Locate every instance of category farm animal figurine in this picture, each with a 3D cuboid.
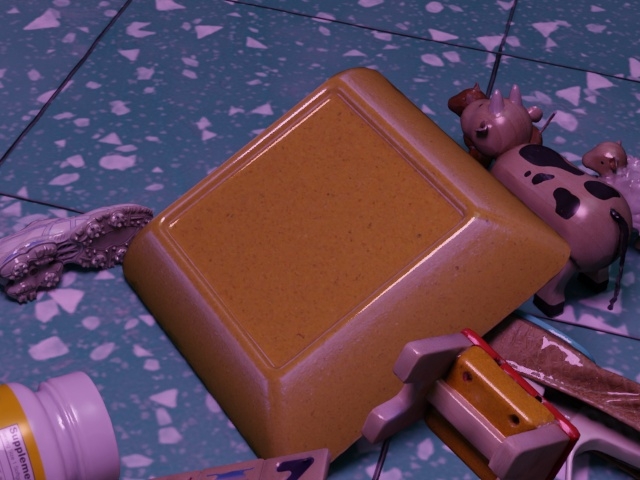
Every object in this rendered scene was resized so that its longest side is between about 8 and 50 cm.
[{"bbox_3d":[0.184,-0.057,1.329,0.326,0.172,0.330,29,45,26],"label":"farm animal figurine"}]

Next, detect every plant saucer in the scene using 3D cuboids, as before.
[{"bbox_3d":[0.000,0.000,1.186,0.332,0.081,0.333,-39,53,-5],"label":"plant saucer"}]

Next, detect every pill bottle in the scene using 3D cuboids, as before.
[{"bbox_3d":[-0.274,0.182,1.023,0.208,0.119,0.119,-17,44,-26],"label":"pill bottle"}]

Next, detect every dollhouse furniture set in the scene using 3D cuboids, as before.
[{"bbox_3d":[0.177,0.240,0.766,0.152,0.201,0.374,-9,44,-45],"label":"dollhouse furniture set"}]

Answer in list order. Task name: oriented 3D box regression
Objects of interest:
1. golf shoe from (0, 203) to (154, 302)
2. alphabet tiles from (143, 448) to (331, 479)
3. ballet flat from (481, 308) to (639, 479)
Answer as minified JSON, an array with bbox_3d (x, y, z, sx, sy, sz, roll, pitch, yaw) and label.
[{"bbox_3d":[-0.255,-0.007,1.302,0.176,0.069,0.086,-21,40,-30],"label":"golf shoe"},{"bbox_3d":[-0.096,0.286,0.900,0.285,0.011,0.343,-14,34,21],"label":"alphabet tiles"},{"bbox_3d":[0.230,0.163,1.137,0.342,0.116,0.124,27,63,18],"label":"ballet flat"}]
